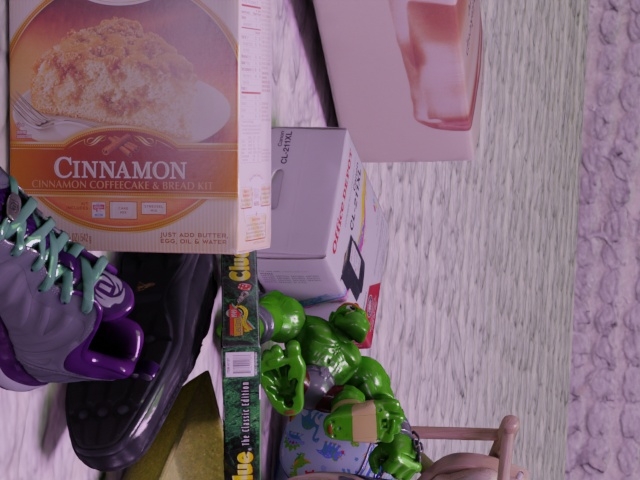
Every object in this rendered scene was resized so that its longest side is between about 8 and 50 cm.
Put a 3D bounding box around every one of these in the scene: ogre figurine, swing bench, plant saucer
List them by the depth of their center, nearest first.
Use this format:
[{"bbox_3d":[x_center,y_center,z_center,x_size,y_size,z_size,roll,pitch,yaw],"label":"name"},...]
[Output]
[{"bbox_3d":[-0.107,0.218,1.330,0.188,0.045,0.188,-69,155,-50],"label":"plant saucer"},{"bbox_3d":[0.000,0.104,1.551,0.118,0.197,0.097,-93,-155,-64],"label":"ogre figurine"},{"bbox_3d":[0.127,0.341,1.947,0.254,0.165,0.253,68,28,-55],"label":"swing bench"}]

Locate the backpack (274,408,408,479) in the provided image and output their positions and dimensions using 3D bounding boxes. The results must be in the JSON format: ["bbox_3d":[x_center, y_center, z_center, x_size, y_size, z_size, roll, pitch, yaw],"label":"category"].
[{"bbox_3d":[0.012,0.188,1.642,0.084,0.105,0.114,34,68,-66],"label":"backpack"}]

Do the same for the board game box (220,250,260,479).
[{"bbox_3d":[-0.057,0.050,1.360,0.259,0.030,0.136,-95,-173,-56],"label":"board game box"}]

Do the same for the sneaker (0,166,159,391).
[{"bbox_3d":[-0.155,0.003,1.043,0.223,0.098,0.083,71,26,-52],"label":"sneaker"}]

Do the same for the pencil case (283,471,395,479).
[{"bbox_3d":[0.099,0.298,1.588,0.410,0.160,0.183,18,87,-44],"label":"pencil case"}]

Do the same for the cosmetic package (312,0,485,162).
[{"bbox_3d":[0.072,-0.216,1.722,0.296,0.129,0.153,77,17,-54],"label":"cosmetic package"}]

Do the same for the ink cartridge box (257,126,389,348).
[{"bbox_3d":[0.000,0.000,1.634,0.175,0.072,0.127,64,32,-59],"label":"ink cartridge box"}]

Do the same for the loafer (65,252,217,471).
[{"bbox_3d":[-0.108,0.070,1.253,0.223,0.076,0.078,-76,153,-48],"label":"loafer"}]

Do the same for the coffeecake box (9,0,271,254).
[{"bbox_3d":[-0.105,-0.087,1.127,0.068,0.142,0.185,-12,102,-74],"label":"coffeecake box"}]
